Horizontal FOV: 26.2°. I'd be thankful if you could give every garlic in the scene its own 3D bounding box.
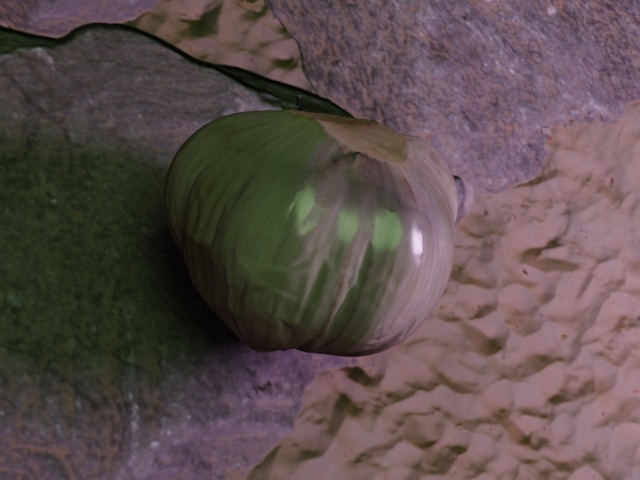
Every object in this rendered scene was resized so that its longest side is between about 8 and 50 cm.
[{"bbox_3d":[0.000,0.000,1.421,0.317,0.259,0.317,25,20,-10],"label":"garlic"}]
